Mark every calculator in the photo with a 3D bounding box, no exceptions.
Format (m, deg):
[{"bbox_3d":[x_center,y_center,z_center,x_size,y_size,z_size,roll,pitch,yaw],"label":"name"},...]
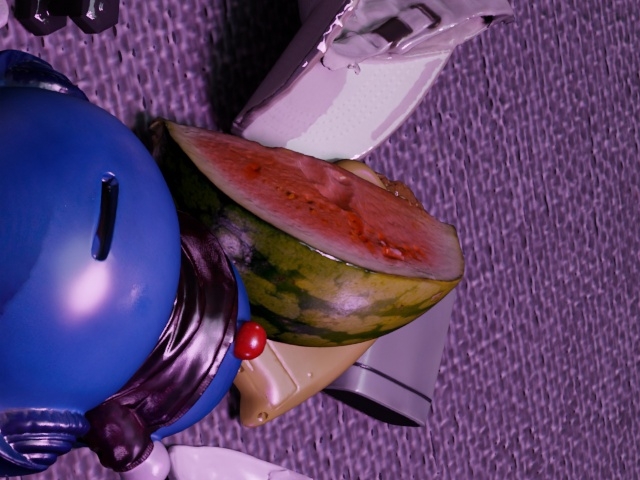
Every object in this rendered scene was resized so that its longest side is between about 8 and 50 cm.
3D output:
[{"bbox_3d":[-0.005,0.037,1.640,0.236,0.033,0.157,-44,113,-24],"label":"calculator"}]

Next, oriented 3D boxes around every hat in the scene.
[{"bbox_3d":[0.016,-0.206,1.641,0.301,0.168,0.258,-52,152,-4],"label":"hat"},{"bbox_3d":[-0.055,0.253,1.555,0.203,0.203,0.126,14,99,-48],"label":"hat"}]

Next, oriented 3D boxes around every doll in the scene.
[{"bbox_3d":[-0.187,0.027,1.340,0.310,0.240,0.284,33,53,-50],"label":"doll"}]

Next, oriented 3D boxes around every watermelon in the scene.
[{"bbox_3d":[-0.011,0.026,1.575,0.303,0.159,0.128,18,118,-32],"label":"watermelon"}]

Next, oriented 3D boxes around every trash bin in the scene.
[{"bbox_3d":[0.059,0.087,1.740,0.116,0.059,0.130,30,68,-45],"label":"trash bin"}]

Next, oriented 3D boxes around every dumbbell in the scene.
[{"bbox_3d":[-0.183,-0.169,1.436,0.036,0.083,0.040,6,88,-47],"label":"dumbbell"}]

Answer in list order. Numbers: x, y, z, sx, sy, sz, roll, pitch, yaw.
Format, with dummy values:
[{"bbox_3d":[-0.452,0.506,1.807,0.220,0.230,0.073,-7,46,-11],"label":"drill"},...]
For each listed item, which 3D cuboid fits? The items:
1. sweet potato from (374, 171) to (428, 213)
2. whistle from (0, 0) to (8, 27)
[{"bbox_3d":[0.061,-0.020,1.736,0.068,0.060,0.206,-48,140,13],"label":"sweet potato"},{"bbox_3d":[-0.283,-0.289,1.295,0.189,0.189,0.348,-16,82,-47],"label":"whistle"}]
